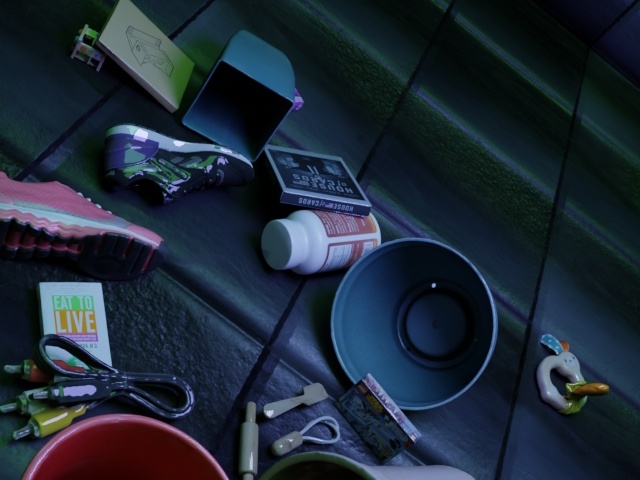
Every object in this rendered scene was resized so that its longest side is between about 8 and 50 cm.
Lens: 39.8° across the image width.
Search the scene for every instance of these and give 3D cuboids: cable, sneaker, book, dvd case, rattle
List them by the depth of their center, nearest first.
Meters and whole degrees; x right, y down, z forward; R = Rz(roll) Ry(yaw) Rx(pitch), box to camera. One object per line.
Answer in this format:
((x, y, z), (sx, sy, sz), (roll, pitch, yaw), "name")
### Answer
((-0.320, 0.209, 1.283), (0.287, 0.072, 0.140), (7, 64, -46), "cable")
((-0.371, 0.132, 1.325), (0.096, 0.035, 0.144), (4, 56, -34), "book")
((-0.385, -0.036, 1.390), (0.313, 0.116, 0.136), (15, 46, -29), "sneaker")
((-0.255, -0.110, 1.590), (0.283, 0.107, 0.124), (10, 65, -28), "sneaker")
((-0.016, -0.121, 1.727), (0.179, 0.030, 0.239), (8, 25, -19), "dvd case")
((0.534, 0.255, 1.865), (0.130, 0.143, 0.200), (22, 48, 3), "rattle")

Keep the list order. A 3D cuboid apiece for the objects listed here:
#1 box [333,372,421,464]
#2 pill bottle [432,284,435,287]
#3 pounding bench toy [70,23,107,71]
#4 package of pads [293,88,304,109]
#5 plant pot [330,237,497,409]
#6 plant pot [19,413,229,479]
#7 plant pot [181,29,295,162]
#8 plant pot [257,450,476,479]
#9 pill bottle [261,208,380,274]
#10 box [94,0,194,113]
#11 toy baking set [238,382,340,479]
((0.095, 0.303, 1.500), (0.137, 0.094, 0.027), (50, 42, 7), "box")
((0.172, 0.086, 1.759), (0.137, 0.078, 0.078), (3, 54, -37), "pill bottle")
((-0.436, -0.379, 1.690), (0.065, 0.052, 0.083), (25, 43, -19), "pounding bench toy")
((-0.077, -0.326, 1.948), (0.050, 0.032, 0.083), (-12, 64, -42), "package of pads")
((0.190, 0.151, 1.595), (0.293, 0.293, 0.196), (59, 16, 18), "plant pot")
((-0.259, 0.378, 1.038), (0.274, 0.243, 0.275), (22, 44, -23), "plant pot")
((-0.150, -0.313, 1.786), (0.165, 0.165, 0.234), (29, 34, -16), "plant pot")
((0.099, 0.449, 1.244), (0.305, 0.334, 0.334), (6, 52, -50), "plant pot")
((0.000, 0.000, 1.662), (0.216, 0.121, 0.121), (-5, 60, -41), "pill bottle")
((-0.339, -0.365, 1.732), (0.201, 0.021, 0.164), (43, 36, -30), "box")
((-0.046, 0.336, 1.413), (0.196, 0.030, 0.256), (19, 46, -29), "toy baking set")
